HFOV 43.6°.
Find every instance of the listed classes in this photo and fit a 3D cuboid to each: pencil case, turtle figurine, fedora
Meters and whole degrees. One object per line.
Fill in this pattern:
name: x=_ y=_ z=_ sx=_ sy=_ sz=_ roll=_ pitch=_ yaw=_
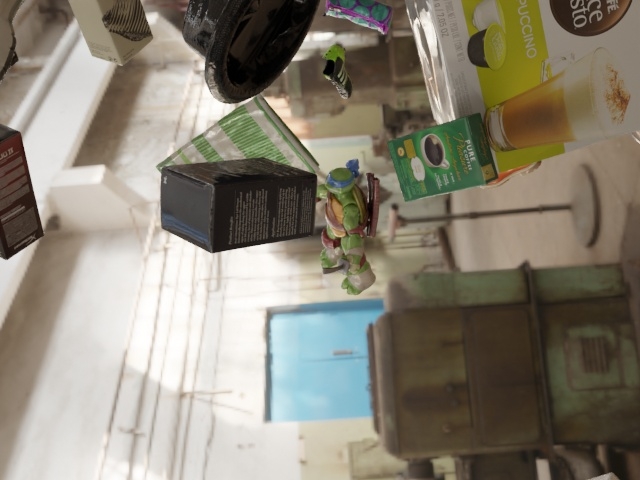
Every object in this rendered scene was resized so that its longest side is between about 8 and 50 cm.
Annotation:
pencil case: x=0.084 y=-0.505 z=1.762 sx=0.070 sy=0.152 sz=0.064 roll=-69 pitch=-4 yaw=-46
turtle figurine: x=0.000 y=0.000 z=1.500 sx=0.274 sy=0.198 sz=0.266 roll=-63 pitch=-27 yaw=-30
fedora: x=-0.142 y=-0.424 z=1.479 sx=0.334 sy=0.152 sz=0.334 roll=-48 pitch=-20 yaw=-24

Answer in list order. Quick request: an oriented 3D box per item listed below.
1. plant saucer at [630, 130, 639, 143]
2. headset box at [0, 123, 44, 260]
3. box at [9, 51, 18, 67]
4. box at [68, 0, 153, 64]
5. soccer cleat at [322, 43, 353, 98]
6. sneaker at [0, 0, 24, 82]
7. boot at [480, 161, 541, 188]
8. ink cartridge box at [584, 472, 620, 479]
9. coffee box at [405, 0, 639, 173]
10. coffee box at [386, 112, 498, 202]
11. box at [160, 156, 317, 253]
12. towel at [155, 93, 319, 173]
plant saucer: x=0.697 y=-0.277 z=1.797 sx=0.198 sy=0.036 sz=0.198 roll=46 pitch=-164 yaw=-18
headset box: x=-0.701 y=-0.134 z=1.625 sx=0.110 sy=0.218 sz=0.293 roll=-45 pitch=-31 yaw=-42
box: x=-0.711 y=-0.271 z=1.390 sx=0.307 sy=0.242 sz=0.076 roll=-72 pitch=-26 yaw=-52
box: x=-0.439 y=-0.500 z=1.606 sx=0.113 sy=0.094 sz=0.275 roll=-53 pitch=-30 yaw=-29
soccer cleat: x=0.043 y=-0.451 z=2.177 sx=0.060 sy=0.072 sz=0.179 roll=31 pitch=154 yaw=34
sneaker: x=-0.391 y=-0.268 z=0.868 sx=0.111 sy=0.129 sz=0.297 roll=-39 pitch=40 yaw=33
boot: x=0.413 y=-0.177 z=1.821 sx=0.084 sy=0.158 sz=0.059 roll=43 pitch=-139 yaw=-23
ink cartridge box: x=0.389 y=0.527 z=1.328 sx=0.117 sy=0.283 sz=0.207 roll=48 pitch=-141 yaw=-8
coffee box: x=0.355 y=-0.359 z=1.408 sx=0.338 sy=0.334 sz=0.337 roll=-99 pitch=-9 yaw=-65
coffee box: x=0.195 y=-0.131 z=1.295 sx=0.184 sy=0.040 sz=0.113 roll=-13 pitch=96 yaw=52
box: x=-0.131 y=-0.062 z=1.280 sx=0.153 sy=0.207 sz=0.108 roll=23 pitch=116 yaw=47
towel: x=-0.197 y=-0.177 z=1.933 sx=0.248 sy=0.325 sz=0.038 roll=49 pitch=-157 yaw=-22
